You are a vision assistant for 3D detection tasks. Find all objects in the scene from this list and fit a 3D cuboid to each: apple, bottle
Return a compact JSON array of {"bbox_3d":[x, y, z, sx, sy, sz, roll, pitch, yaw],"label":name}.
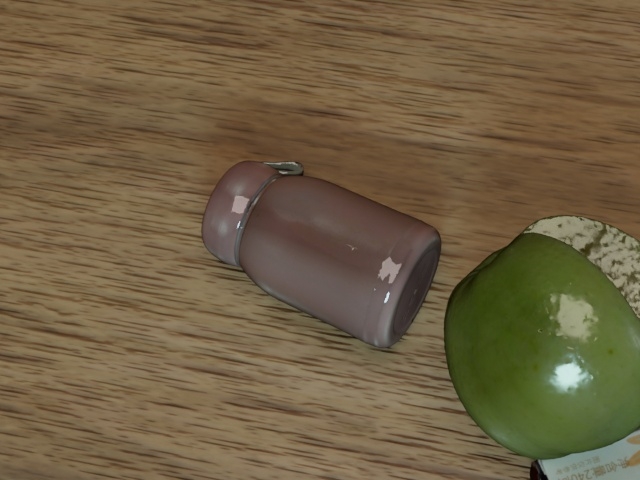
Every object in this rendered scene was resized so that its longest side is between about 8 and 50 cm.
[{"bbox_3d":[0.285,0.110,1.760,0.292,0.292,0.254,-37,86,-8],"label":"apple"},{"bbox_3d":[0.000,0.000,1.966,0.297,0.173,0.206,23,42,17],"label":"bottle"}]

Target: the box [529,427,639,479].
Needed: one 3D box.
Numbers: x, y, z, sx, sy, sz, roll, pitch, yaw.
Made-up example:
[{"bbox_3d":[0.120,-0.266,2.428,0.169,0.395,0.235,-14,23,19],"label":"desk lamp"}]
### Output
[{"bbox_3d":[0.485,0.372,1.771,0.385,0.122,0.344,-18,67,0],"label":"box"}]
